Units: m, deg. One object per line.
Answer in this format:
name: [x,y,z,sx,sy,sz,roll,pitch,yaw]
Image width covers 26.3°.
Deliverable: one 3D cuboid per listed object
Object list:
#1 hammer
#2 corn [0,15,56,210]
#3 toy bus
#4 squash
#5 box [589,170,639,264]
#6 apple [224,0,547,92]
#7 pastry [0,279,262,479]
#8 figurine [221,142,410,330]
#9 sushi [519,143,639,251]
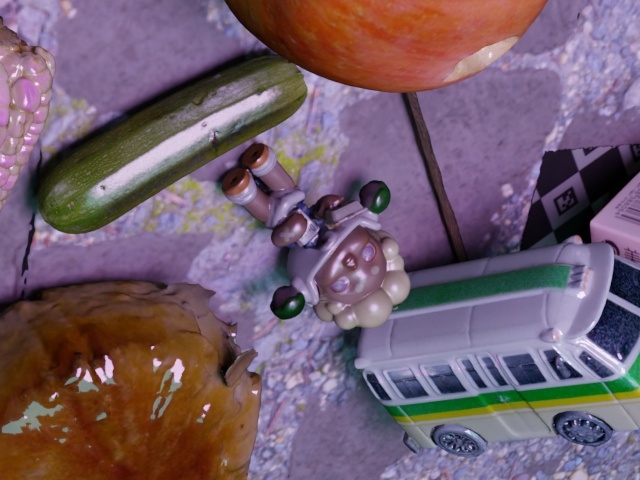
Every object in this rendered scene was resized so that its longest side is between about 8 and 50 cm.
hammer: [0.104,-0.063,1.229,0.058,0.029,0.292,-29,132,-8]
corn: [-0.294,-0.009,0.963,0.126,0.126,0.335,12,113,-36]
toy bus: [0.173,0.092,1.210,0.165,0.276,0.133,47,47,-32]
squash: [-0.116,-0.076,1.064,0.229,0.066,0.066,-30,130,-11]
box: [0.411,-0.033,1.253,0.274,0.221,0.091,-41,133,-26]
apple: [0.055,-0.220,0.954,0.241,0.242,0.242,0,120,-38]
pastry: [-0.195,0.180,1.136,0.329,0.136,0.329,-16,127,-23]
figurine: [0.001,0.001,1.162,0.147,0.093,0.197,-50,131,-7]
sushi: [0.306,0.010,1.378,0.231,0.047,0.219,-6,122,-27]
